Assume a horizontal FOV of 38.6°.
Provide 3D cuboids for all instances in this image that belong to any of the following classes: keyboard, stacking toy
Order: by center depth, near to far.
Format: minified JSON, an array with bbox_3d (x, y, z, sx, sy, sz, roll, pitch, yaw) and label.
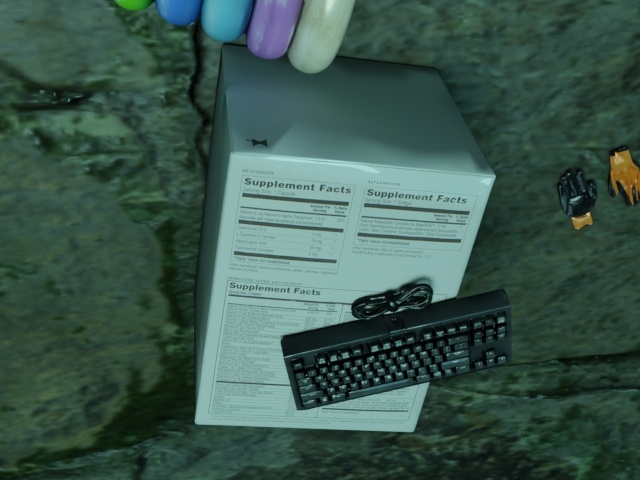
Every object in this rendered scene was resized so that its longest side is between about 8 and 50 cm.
[{"bbox_3d":[-0.137,-0.227,0.665,0.331,0.141,0.141,12,122,-10],"label":"stacking toy"},{"bbox_3d":[0.061,0.081,0.717,0.180,0.023,0.108,-13,125,-2],"label":"keyboard"}]

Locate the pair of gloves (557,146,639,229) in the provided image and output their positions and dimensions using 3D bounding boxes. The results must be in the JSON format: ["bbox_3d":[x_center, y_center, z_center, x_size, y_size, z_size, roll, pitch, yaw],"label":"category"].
[{"bbox_3d":[0.278,-0.051,0.903,0.083,0.010,0.074,-23,125,12],"label":"pair of gloves"}]

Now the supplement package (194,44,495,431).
[{"bbox_3d":[0.000,0.000,0.787,0.198,0.199,0.262,4,123,-11],"label":"supplement package"}]
